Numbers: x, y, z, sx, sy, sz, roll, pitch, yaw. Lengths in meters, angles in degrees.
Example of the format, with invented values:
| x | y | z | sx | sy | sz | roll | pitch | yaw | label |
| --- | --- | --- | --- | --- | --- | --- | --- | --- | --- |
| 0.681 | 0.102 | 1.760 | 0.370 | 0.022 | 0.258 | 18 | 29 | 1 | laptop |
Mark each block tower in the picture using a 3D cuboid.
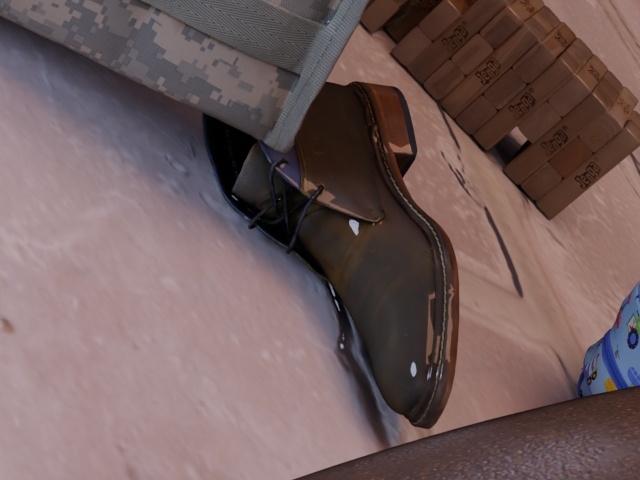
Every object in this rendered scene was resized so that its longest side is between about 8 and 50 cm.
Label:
| x | y | z | sx | sy | sz | roll | pitch | yaw | label |
| --- | --- | --- | --- | --- | --- | --- | --- | --- | --- |
| 0.091 | -0.174 | 1.160 | 0.335 | 0.097 | 0.091 | 48 | 24 | 0 | block tower |

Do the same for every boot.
| x | y | z | sx | sy | sz | roll | pitch | yaw | label |
| --- | --- | --- | --- | --- | --- | --- | --- | --- | --- |
| 0.000 | 0.000 | 0.797 | 0.106 | 0.082 | 0.219 | 8 | 43 | -21 | boot |

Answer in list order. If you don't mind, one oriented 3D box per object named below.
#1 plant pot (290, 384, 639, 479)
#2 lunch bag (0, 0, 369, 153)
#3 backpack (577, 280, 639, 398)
| x | y | z | sx | sy | sz | roll | pitch | yaw | label |
| --- | --- | --- | --- | --- | --- | --- | --- | --- | --- |
| 0.038 | 0.142 | 0.433 | 0.230 | 0.215 | 0.215 | -1 | 41 | -12 | plant pot |
| -0.047 | -0.223 | 0.721 | 0.235 | 0.287 | 0.169 | 25 | 28 | -12 | lunch bag |
| 0.218 | 0.098 | 0.908 | 0.173 | 0.117 | 0.158 | 1 | 50 | -58 | backpack |
